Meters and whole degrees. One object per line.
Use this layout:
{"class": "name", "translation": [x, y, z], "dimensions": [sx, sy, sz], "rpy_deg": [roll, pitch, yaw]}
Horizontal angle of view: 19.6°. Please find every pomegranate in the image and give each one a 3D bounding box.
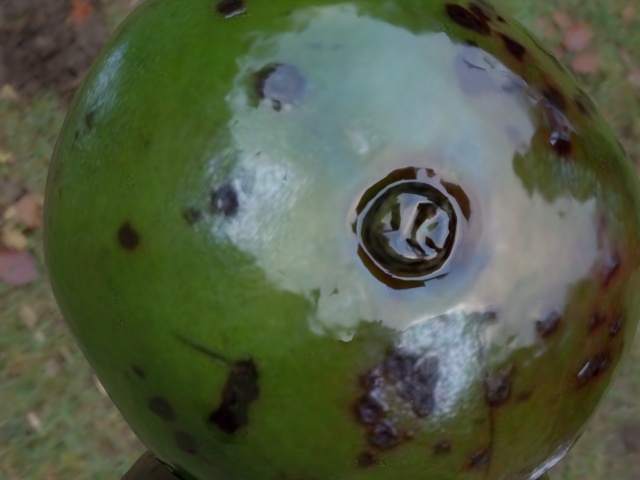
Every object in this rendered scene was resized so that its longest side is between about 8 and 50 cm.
{"class": "pomegranate", "translation": [0.000, 0.000, 0.639], "dimensions": [0.202, 0.248, 0.202], "rpy_deg": [0, 92, -12]}

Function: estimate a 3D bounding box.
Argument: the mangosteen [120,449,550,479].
{"class": "mangosteen", "translation": [0.039, 0.163, 0.798], "dimensions": [0.289, 0.231, 0.231], "rpy_deg": [-19, 80, -10]}
